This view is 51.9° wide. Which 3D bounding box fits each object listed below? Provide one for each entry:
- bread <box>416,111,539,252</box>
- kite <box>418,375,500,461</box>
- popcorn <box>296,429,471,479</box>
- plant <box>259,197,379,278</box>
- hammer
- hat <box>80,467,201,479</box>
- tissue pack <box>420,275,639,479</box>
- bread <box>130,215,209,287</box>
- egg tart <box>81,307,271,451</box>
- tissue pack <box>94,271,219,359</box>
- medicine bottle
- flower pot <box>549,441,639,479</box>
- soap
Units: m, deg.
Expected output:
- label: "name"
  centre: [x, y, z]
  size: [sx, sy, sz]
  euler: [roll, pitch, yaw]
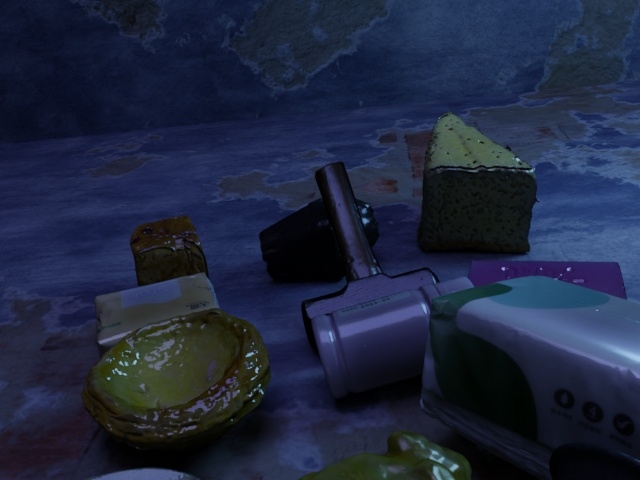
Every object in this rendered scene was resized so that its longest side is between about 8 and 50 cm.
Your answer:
- label: "bread"
  centre: [0.351, -0.130, 1.452]
  size: [0.279, 0.248, 0.315]
  euler: [9, 41, 22]
- label: "kite"
  centre: [0.220, 0.236, 0.954]
  size: [0.127, 0.016, 0.229]
  euler: [-17, 26, -28]
- label: "popcorn"
  centre: [0.043, 0.308, 0.581]
  size: [0.250, 0.234, 0.242]
  euler: [-21, -10, 10]
- label: "plant"
  centre: [0.000, 0.000, 1.395]
  size: [0.256, 0.141, 0.164]
  euler: [-18, 24, 4]
- label: "hammer"
  centre: [0.056, 0.000, 1.225]
  size: [0.243, 0.095, 0.408]
  euler: [-12, 54, -6]
- label: "hat"
  centre: [-0.202, 0.360, 0.681]
  size: [0.252, 0.109, 0.252]
  euler: [3, 21, -1]
- label: "tissue pack"
  centre: [0.331, 0.174, 0.796]
  size: [0.266, 0.193, 0.357]
  euler: [-7, 18, -42]
- label: "bread"
  centre: [-0.314, 0.047, 1.360]
  size: [0.143, 0.158, 0.149]
  euler: [-11, 23, -19]
- label: "egg tart"
  centre: [-0.205, 0.220, 0.985]
  size: [0.294, 0.123, 0.294]
  euler: [-9, 26, 4]
- label: "tissue pack"
  centre: [-0.297, 0.145, 1.210]
  size: [0.222, 0.090, 0.186]
  euler: [-13, 27, -12]
- label: "medicine bottle"
  centre: [0.120, 0.146, 1.006]
  size: [0.250, 0.133, 0.133]
  euler: [-16, 24, 0]
- label: "flower pot"
  centre: [0.266, 0.311, 0.570]
  size: [0.148, 0.235, 0.235]
  euler: [-42, 37, -22]
- label: "soap"
  centre: [0.376, 0.103, 1.122]
  size: [0.260, 0.081, 0.181]
  euler: [1, 26, 19]
